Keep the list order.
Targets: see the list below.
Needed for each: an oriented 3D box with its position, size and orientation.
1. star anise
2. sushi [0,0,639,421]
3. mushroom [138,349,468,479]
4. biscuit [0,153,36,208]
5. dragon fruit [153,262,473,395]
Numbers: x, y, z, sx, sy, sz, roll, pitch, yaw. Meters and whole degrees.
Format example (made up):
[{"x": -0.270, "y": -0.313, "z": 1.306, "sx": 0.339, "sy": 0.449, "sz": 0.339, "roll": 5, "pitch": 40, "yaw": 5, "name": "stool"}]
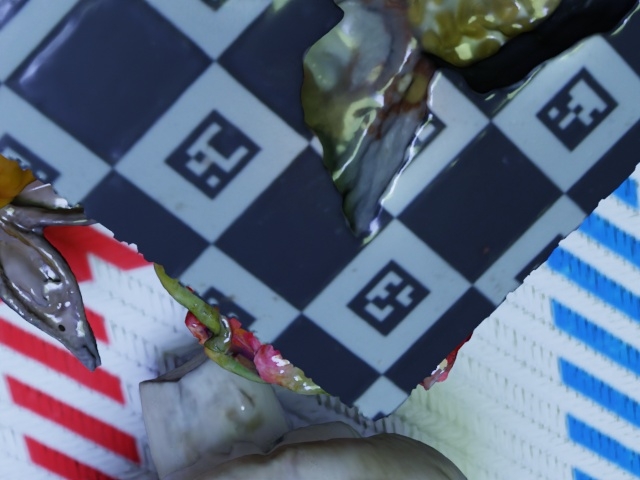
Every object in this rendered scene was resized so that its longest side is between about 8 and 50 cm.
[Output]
[{"x": -0.184, "y": -0.006, "z": 0.824, "sx": 0.208, "sy": 0.063, "sz": 0.171, "roll": -11, "pitch": 91, "yaw": -9, "name": "star anise"}, {"x": 0.022, "y": -0.134, "z": 0.673, "sx": 0.343, "sy": 0.064, "sz": 0.359, "roll": -46, "pitch": 126, "yaw": 8, "name": "sushi"}, {"x": -0.042, "y": 0.171, "z": 0.884, "sx": 0.254, "sy": 0.234, "sz": 0.260, "roll": -29, "pitch": 160, "yaw": 31, "name": "mushroom"}, {"x": -0.199, "y": -0.160, "z": 0.722, "sx": 0.318, "sy": 0.110, "sz": 0.312, "roll": -21, "pitch": 102, "yaw": -14, "name": "biscuit"}, {"x": 0.000, "y": 0.000, "z": 0.835, "sx": 0.172, "sy": 0.160, "sz": 0.166, "roll": 10, "pitch": 85, "yaw": -3, "name": "dragon fruit"}]
